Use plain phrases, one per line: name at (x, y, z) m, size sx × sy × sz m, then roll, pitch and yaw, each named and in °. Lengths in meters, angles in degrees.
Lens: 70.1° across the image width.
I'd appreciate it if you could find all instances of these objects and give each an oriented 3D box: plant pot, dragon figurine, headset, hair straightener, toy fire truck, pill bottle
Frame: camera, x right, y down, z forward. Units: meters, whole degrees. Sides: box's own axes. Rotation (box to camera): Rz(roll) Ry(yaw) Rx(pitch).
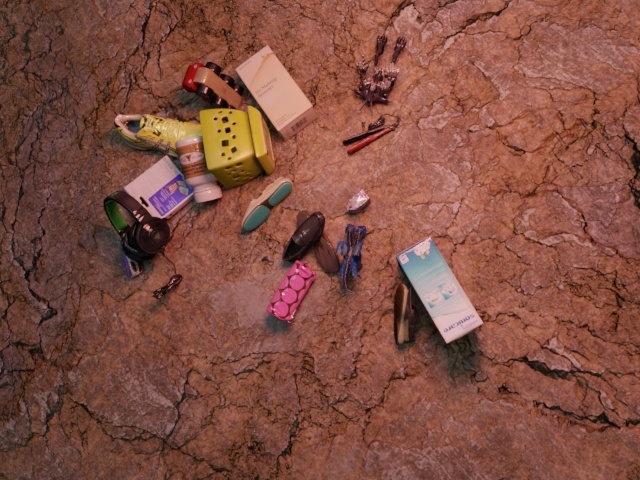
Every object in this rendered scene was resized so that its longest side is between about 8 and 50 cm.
plant pot at (-0.286, -0.339, 1.637) m, size 0.206 × 0.227 × 0.229 m, roll -11°, pitch 78°, yaw 4°
dragon figurine at (0.097, 0.050, 1.500) m, size 0.085 × 0.289 × 0.144 m, roll 3°, pitch 119°, yaw 14°
headset at (-0.645, 0.013, 1.635) m, size 0.394 × 0.243 × 0.185 m, roll 52°, pitch 53°, yaw -12°
hair straightener at (0.180, -0.401, 1.635) m, size 0.230 × 0.047 × 0.089 m, roll -29°, pitch 76°, yaw 6°
toy fire truck at (-0.439, -0.591, 1.723) m, size 0.246 × 0.217 × 0.159 m, roll 15°, pitch 85°, yaw 29°
pill bottle at (-0.438, -0.260, 1.672) m, size 0.131 × 0.131 × 0.230 m, roll -11°, pitch 102°, yaw 10°

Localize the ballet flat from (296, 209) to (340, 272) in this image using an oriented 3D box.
ballet flat at (0.000, 0.000, 1.604) m, size 0.084 × 0.058 × 0.250 m, roll -41°, pitch 75°, yaw 33°

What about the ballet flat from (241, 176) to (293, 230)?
ballet flat at (-0.203, -0.139, 1.665) m, size 0.248 × 0.086 × 0.086 m, roll -43°, pitch 75°, yaw 1°

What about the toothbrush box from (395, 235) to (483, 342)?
toothbrush box at (0.361, 0.156, 1.418) m, size 0.126 × 0.216 × 0.296 m, roll -31°, pitch 77°, yaw 5°

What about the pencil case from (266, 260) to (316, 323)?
pencil case at (-0.095, 0.176, 1.575) m, size 0.098 × 0.095 × 0.210 m, roll 28°, pitch 85°, yaw 22°

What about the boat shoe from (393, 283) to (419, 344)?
boat shoe at (0.278, 0.235, 1.463) m, size 0.073 × 0.080 × 0.224 m, roll -3°, pitch 116°, yaw -6°

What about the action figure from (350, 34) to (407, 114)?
action figure at (0.203, -0.596, 1.617) m, size 0.163 × 0.141 × 0.276 m, roll 18°, pitch 82°, yaw 13°

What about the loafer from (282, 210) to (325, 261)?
loafer at (-0.059, -0.007, 1.558) m, size 0.076 × 0.078 × 0.223 m, roll 48°, pitch 123°, yaw 18°

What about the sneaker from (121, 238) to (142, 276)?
sneaker at (-0.738, 0.061, 1.746) m, size 0.071 × 0.068 × 0.170 m, roll -26°, pitch 70°, yaw 24°

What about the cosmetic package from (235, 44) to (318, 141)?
cosmetic package at (-0.162, -0.545, 1.699) m, size 0.160 × 0.113 × 0.310 m, roll -36°, pitch 76°, yaw 4°

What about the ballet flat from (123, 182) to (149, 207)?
ballet flat at (-0.692, -0.122, 1.771) m, size 0.073 × 0.080 × 0.232 m, roll -48°, pitch 70°, yaw 30°

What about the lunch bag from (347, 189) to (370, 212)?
lunch bag at (0.129, -0.132, 1.588) m, size 0.083 × 0.071 × 0.053 m, roll -40°, pitch 77°, yaw 4°

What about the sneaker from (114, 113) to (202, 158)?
sneaker at (-0.609, -0.406, 1.751) m, size 0.383 × 0.147 × 0.145 m, roll 4°, pitch 80°, yaw 10°

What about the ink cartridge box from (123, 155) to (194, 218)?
ink cartridge box at (-0.609, -0.190, 1.750) m, size 0.208 × 0.045 × 0.206 m, roll -40°, pitch 76°, yaw -9°
